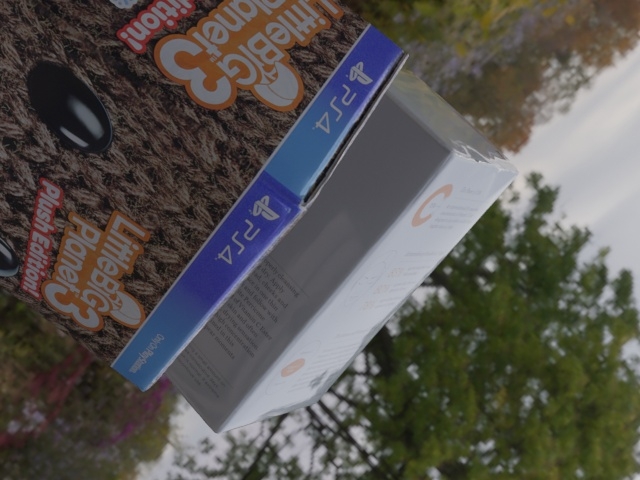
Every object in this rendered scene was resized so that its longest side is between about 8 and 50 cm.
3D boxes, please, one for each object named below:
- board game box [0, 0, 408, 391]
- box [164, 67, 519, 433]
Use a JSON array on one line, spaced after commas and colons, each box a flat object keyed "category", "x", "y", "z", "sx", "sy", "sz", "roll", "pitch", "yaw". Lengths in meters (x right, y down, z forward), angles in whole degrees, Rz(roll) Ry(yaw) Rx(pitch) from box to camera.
[{"category": "board game box", "x": -0.144, "y": -0.089, "z": 0.575, "sx": 0.232, "sy": 0.291, "sz": 0.141, "roll": -48, "pitch": -172, "yaw": 48}, {"category": "box", "x": 0.000, "y": 0.000, "z": 0.997, "sx": 0.345, "sy": 0.168, "sz": 0.215, "roll": -50, "pitch": 160, "yaw": 17}]
